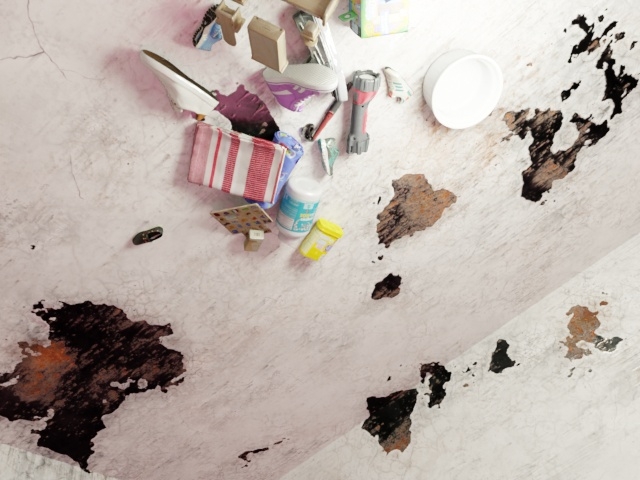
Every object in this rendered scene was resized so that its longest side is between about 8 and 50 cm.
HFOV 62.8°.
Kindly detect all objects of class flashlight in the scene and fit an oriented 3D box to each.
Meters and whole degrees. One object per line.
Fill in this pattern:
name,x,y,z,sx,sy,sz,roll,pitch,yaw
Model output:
flashlight,0.158,-0.469,1.935,0.103,0.103,0.304,9,131,8

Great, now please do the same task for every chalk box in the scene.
chalk box,0.166,-0.744,1.697,0.213,0.132,0.132,-11,129,-11

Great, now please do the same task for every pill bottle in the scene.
pill bottle,-0.094,-0.113,2.089,0.146,0.146,0.264,5,125,-21

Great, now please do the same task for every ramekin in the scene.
ramekin,0.517,-0.568,1.942,0.277,0.135,0.277,-9,128,-11

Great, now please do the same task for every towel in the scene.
towel,-0.306,-0.273,1.886,0.328,0.037,0.237,16,119,-2

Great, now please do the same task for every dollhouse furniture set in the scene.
dollhouse furniture set,-0.106,-0.734,1.634,0.303,0.174,0.356,27,77,4

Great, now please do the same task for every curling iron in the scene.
curling iron,0.025,-0.470,1.924,0.068,0.035,0.274,31,112,-34

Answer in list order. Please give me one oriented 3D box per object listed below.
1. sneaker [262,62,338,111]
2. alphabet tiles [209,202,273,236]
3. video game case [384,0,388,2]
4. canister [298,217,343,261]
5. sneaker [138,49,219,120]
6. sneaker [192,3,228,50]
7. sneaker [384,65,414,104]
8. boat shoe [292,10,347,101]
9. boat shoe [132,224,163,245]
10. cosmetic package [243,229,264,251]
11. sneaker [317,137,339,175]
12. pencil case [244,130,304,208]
sneaker,-0.048,-0.503,1.763,0.102,0.282,0.161,-55,144,-25
alphabet tiles,-0.292,-0.074,2.067,0.198,0.009,0.237,-10,154,16
video game case,0.265,-0.894,1.572,0.269,0.061,0.244,-30,105,-6
canister,0.000,0.000,2.254,0.126,0.073,0.170,23,118,-31
sneaker,-0.477,-0.490,1.701,0.123,0.106,0.290,-45,128,15
sneaker,-0.336,-0.670,1.652,0.073,0.063,0.162,15,126,-49
sneaker,0.273,-0.563,1.918,0.075,0.057,0.161,-46,129,11
boat shoe,-0.001,-0.619,1.765,0.119,0.121,0.335,-19,119,7
boat shoe,-0.676,-0.014,2.047,0.133,0.042,0.049,-24,132,3
cosmetic package,-0.275,0.002,2.158,0.060,0.041,0.115,4,151,-19
sneaker,0.041,-0.325,2.026,0.076,0.065,0.167,-19,131,-8
pencil case,-0.171,-0.258,1.968,0.133,0.119,0.306,27,117,-12
